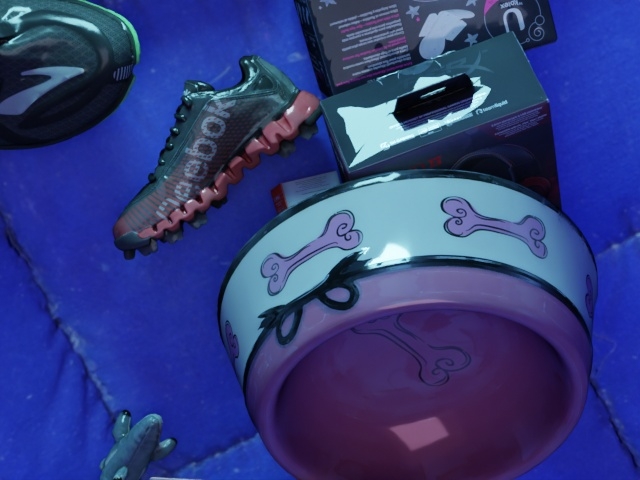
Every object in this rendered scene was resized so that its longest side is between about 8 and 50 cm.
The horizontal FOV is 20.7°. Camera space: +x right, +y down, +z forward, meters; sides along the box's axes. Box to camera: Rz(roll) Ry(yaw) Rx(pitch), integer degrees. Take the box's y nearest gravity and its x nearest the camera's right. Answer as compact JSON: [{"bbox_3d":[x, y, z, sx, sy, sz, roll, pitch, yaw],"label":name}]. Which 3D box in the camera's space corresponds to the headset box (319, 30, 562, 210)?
[{"bbox_3d":[0.132,-0.076,1.848,0.218,0.293,0.110,-20,53,-2],"label":"headset box"}]

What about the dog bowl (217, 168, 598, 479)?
[{"bbox_3d":[0.099,0.121,1.823,0.407,0.150,0.408,-3,137,-3],"label":"dog bowl"}]

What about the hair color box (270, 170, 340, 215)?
[{"bbox_3d":[0.000,0.000,1.942,0.072,0.043,0.141,-13,83,-21],"label":"hair color box"}]

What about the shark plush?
[{"bbox_3d":[-0.231,0.257,1.964,0.073,0.067,0.161,44,91,-8],"label":"shark plush"}]

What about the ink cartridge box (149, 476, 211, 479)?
[{"bbox_3d":[-0.049,0.339,1.928,0.296,0.066,0.261,5,127,-5],"label":"ink cartridge box"}]

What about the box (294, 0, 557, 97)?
[{"bbox_3d":[0.106,-0.247,1.886,0.247,0.163,0.142,-16,102,-3],"label":"box"}]

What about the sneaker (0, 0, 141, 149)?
[{"bbox_3d":[-0.431,-0.187,1.831,0.482,0.202,0.185,3,97,-5],"label":"sneaker"}]

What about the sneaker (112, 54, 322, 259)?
[{"bbox_3d":[-0.134,-0.098,1.918,0.276,0.097,0.135,-40,98,-1],"label":"sneaker"}]
